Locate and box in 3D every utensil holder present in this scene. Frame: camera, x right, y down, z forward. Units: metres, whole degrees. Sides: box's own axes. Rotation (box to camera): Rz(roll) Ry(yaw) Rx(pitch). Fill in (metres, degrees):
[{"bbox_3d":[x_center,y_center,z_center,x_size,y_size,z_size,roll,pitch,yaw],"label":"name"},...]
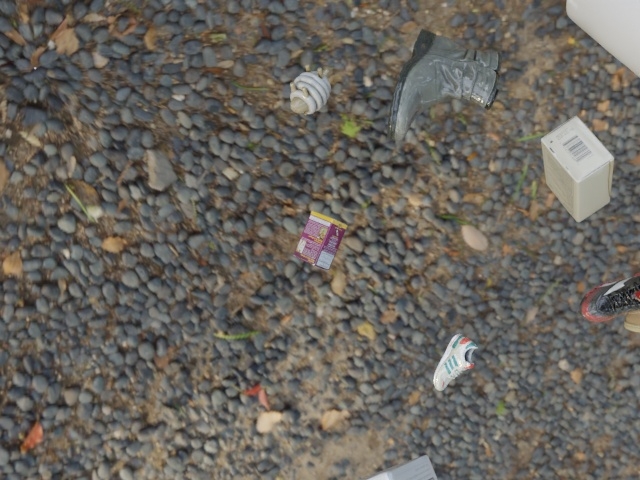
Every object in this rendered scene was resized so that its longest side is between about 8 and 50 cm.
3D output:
[{"bbox_3d":[0.785,-0.500,1.548,0.327,0.385,0.328,-32,154,-18],"label":"utensil holder"}]

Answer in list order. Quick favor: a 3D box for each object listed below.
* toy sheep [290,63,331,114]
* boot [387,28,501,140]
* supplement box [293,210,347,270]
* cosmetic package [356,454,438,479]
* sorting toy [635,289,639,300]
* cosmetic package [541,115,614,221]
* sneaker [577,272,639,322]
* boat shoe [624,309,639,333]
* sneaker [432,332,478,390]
[{"bbox_3d":[-0.020,-0.319,1.506,0.132,0.091,0.091,-50,116,-21],"label":"toy sheep"},{"bbox_3d":[0.212,-0.250,1.176,0.161,0.083,0.247,19,60,9],"label":"boot"},{"bbox_3d":[0.000,0.000,1.179,0.043,0.055,0.083,23,91,-49],"label":"supplement box"},{"bbox_3d":[0.074,0.446,0.971,0.224,0.225,0.138,-30,160,27],"label":"cosmetic package"},{"bbox_3d":[0.645,0.082,1.151,0.046,0.274,0.132,-33,79,-31],"label":"sorting toy"},{"bbox_3d":[0.690,-0.184,1.908,0.113,0.160,0.309,-34,155,7],"label":"cosmetic package"},{"bbox_3d":[0.838,0.148,1.922,0.275,0.135,0.098,-20,84,1],"label":"sneaker"},{"bbox_3d":[0.795,0.137,1.527,0.121,0.341,0.110,-6,82,-24],"label":"boat shoe"},{"bbox_3d":[0.350,0.324,1.828,0.057,0.075,0.161,18,97,-53],"label":"sneaker"}]
